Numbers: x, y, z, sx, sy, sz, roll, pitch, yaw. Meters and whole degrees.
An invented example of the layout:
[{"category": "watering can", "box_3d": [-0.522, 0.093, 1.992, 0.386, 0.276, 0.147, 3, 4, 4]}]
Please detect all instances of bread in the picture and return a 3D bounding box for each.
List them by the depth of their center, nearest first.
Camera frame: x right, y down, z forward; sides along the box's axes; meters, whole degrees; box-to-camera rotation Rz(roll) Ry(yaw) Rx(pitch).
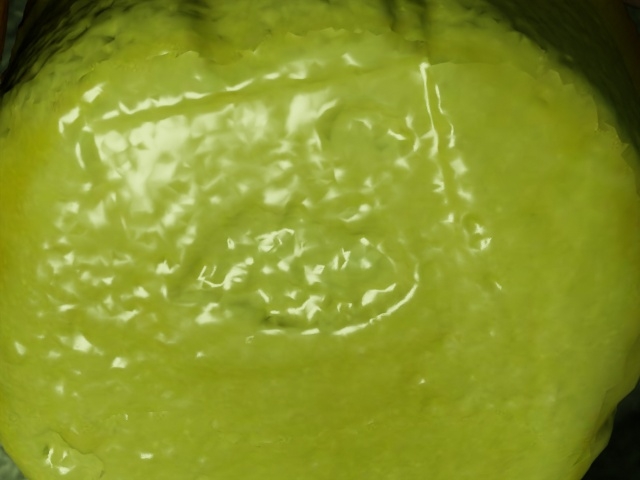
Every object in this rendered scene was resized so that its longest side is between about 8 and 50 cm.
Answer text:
[{"category": "bread", "box_3d": [0.000, 0.000, 0.501, 0.270, 0.148, 0.270, 0, 124, 0]}]

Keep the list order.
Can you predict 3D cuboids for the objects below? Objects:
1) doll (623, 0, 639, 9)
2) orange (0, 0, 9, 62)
[{"category": "doll", "box_3d": [0.058, -0.167, 0.545, 0.211, 0.093, 0.262, 1, 104, -8]}, {"category": "orange", "box_3d": [-0.241, -0.094, 0.375, 0.312, 0.312, 0.312, -2, 98, -14]}]
